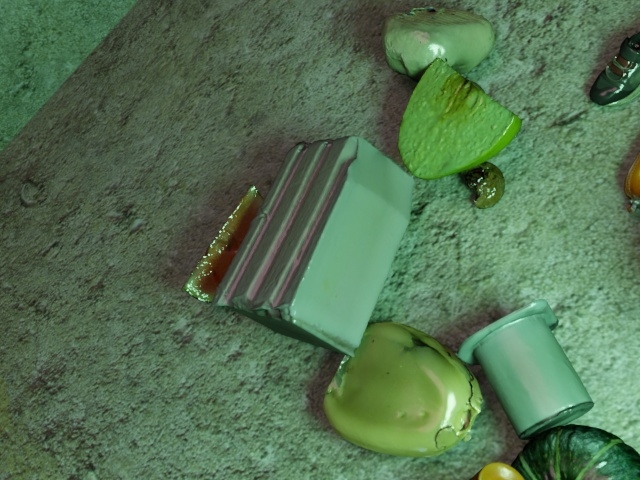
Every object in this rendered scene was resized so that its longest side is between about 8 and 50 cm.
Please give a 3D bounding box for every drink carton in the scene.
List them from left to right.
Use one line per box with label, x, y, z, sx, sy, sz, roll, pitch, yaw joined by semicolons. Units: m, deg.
drink carton;0.372;0.242;1.273;0.191;0.185;0.189;-30;64;12

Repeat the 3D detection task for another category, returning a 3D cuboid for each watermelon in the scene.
watermelon;-0.207;0.025;1.769;0.303;0.159;0.128;-57;22;-5

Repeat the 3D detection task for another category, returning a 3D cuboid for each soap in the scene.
soap;0.000;0.000;1.542;0.350;0.213;0.435;-3;59;57

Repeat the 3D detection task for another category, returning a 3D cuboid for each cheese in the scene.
cheese;0.169;0.295;1.391;0.316;0.128;0.259;11;74;44

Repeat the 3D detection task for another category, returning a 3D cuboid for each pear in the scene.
pear;0.294;-0.225;1.560;0.239;0.139;0.288;-49;46;12

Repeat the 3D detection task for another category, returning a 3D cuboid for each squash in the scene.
squash;0.415;0.424;1.136;0.252;0.165;0.252;-15;66;37

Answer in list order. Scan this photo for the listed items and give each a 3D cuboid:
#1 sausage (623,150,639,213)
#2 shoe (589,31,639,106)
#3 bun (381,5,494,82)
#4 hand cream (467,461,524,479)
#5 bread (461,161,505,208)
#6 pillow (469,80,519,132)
sausage;0.673;-0.182;1.368;0.093;0.093;0.312;28;81;39
shoe;0.650;-0.378;1.476;0.227;0.112;0.099;-38;52;6
bun;0.273;-0.469;1.713;0.273;0.168;0.273;-3;29;2
hand cream;0.235;0.479;1.177;0.314;0.089;0.139;116;144;-46
bread;0.355;-0.128;1.550;0.082;0.060;0.113;-31;51;16
pillow;0.358;-0.278;1.648;0.130;0.033;0.217;-43;51;10
